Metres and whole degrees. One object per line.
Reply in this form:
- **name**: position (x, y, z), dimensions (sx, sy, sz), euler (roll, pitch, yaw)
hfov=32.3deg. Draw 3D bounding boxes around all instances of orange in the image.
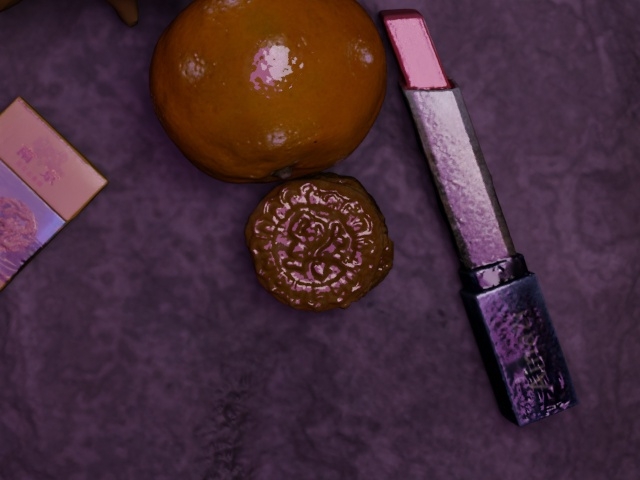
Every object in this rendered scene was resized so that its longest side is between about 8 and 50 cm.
- **orange**: position (-0.032, -0.100, 0.720), dimensions (0.156, 0.156, 0.124), euler (-3, 73, -6)

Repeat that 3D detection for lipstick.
- **lipstick**: position (0.109, -0.023, 0.794), dimensions (0.051, 0.051, 0.312), euler (-19, 95, -4)

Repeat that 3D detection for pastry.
- **pastry**: position (0.000, 0.000, 0.783), dimensions (0.109, 0.057, 0.097), euler (12, 98, -5)

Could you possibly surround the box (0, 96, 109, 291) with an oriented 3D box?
- **box**: position (-0.232, -0.016, 0.770), dimensions (0.087, 0.023, 0.155), euler (44, 88, -4)

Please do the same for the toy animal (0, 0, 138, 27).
- **toy animal**: position (-0.180, -0.216, 0.696), dimensions (0.281, 0.169, 0.195), euler (-3, 128, -4)
